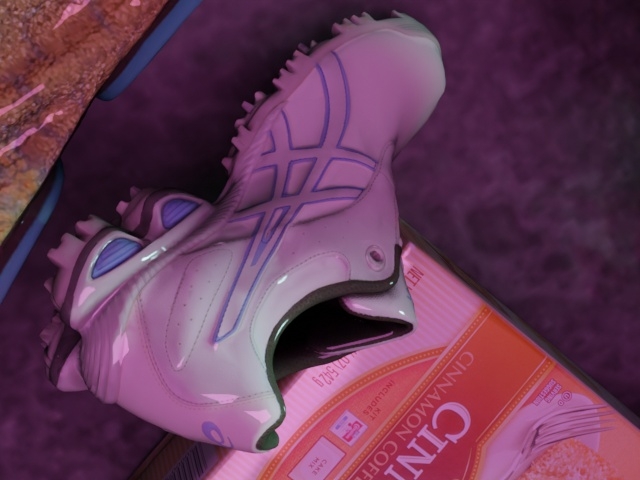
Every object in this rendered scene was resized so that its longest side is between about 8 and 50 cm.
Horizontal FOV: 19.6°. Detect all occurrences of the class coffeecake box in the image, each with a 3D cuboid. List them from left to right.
[{"bbox_3d":[0.045,0.101,0.622,0.185,0.068,0.142,39,95,-17],"label":"coffeecake box"}]

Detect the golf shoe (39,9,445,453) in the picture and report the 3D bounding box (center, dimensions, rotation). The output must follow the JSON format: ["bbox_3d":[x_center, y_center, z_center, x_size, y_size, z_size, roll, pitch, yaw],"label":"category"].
[{"bbox_3d":[0.000,0.000,0.546,0.086,0.176,0.069,31,142,19],"label":"golf shoe"}]

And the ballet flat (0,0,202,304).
[{"bbox_3d":[-0.106,-0.054,0.534,0.123,0.123,0.348,35,92,-16],"label":"ballet flat"}]
